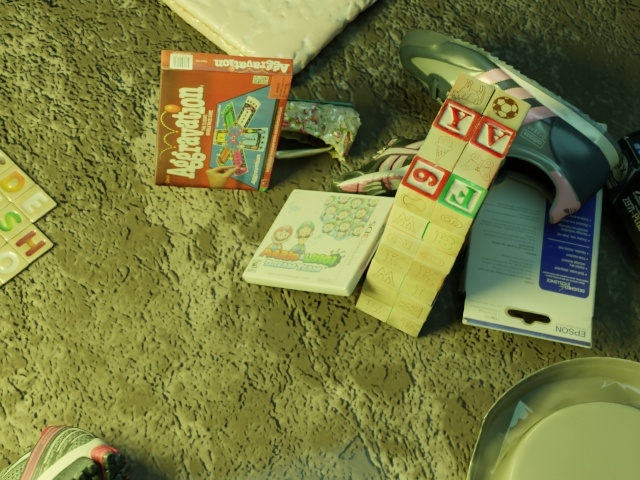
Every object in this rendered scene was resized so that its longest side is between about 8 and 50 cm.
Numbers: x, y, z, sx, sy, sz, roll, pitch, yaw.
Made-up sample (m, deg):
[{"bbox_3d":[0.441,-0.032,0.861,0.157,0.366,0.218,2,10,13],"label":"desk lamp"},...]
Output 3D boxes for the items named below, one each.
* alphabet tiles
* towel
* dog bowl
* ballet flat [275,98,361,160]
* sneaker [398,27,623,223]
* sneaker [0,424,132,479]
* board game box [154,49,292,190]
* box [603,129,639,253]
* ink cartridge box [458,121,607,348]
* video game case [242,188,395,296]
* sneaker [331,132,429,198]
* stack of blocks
[{"bbox_3d":[-0.446,-0.037,1.706,0.237,0.009,0.198,42,64,15],"label":"alphabet tiles"},{"bbox_3d":[-0.072,-0.393,1.932,0.317,0.053,0.332,38,62,13],"label":"towel"},{"bbox_3d":[0.321,0.310,1.584,0.348,0.102,0.349,3,61,-6],"label":"dog bowl"},{"bbox_3d":[-0.068,-0.144,1.785,0.240,0.091,0.077,5,83,-2],"label":"ballet flat"},{"bbox_3d":[0.207,-0.144,1.743,0.319,0.112,0.131,34,79,20],"label":"sneaker"},{"bbox_3d":[-0.333,0.322,1.483,0.112,0.121,0.299,25,57,39],"label":"sneaker"},{"bbox_3d":[-0.119,-0.134,1.652,0.145,0.281,0.027,4,65,-6],"label":"board game box"},{"bbox_3d":[0.450,-0.057,1.779,0.147,0.077,0.180,-19,77,-34],"label":"box"},{"bbox_3d":[0.266,-0.014,1.773,0.165,0.065,0.333,13,59,-2],"label":"ink cartridge box"},{"bbox_3d":[0.000,0.000,1.701,0.157,0.019,0.143,6,54,37],"label":"video game case"},{"bbox_3d":[0.090,-0.089,1.793,0.178,0.072,0.077,-13,52,-24],"label":"sneaker"},{"bbox_3d":[0.136,-0.034,1.628,0.087,0.297,0.171,26,60,5],"label":"stack of blocks"}]
